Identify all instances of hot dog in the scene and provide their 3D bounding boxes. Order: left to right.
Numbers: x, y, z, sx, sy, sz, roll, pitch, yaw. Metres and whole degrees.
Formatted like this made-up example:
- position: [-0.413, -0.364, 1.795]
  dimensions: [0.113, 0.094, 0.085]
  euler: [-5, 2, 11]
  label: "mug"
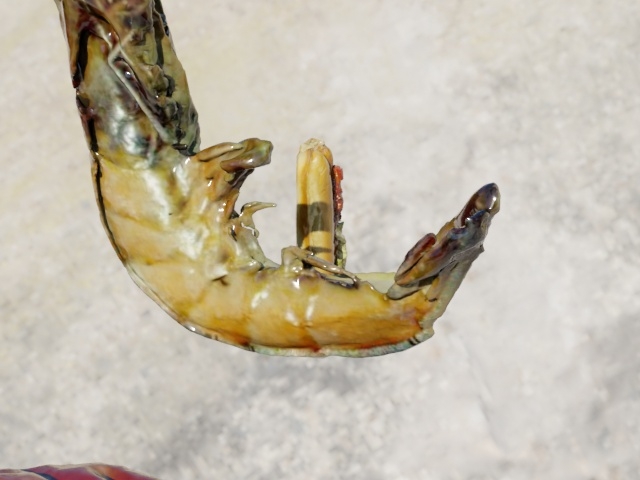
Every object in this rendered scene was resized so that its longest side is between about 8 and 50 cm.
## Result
- position: [0.000, 0.000, 0.613]
  dimensions: [0.021, 0.083, 0.037]
  euler: [0, 23, 3]
  label: "hot dog"

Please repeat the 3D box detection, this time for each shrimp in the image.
- position: [-0.017, -0.036, 0.477]
  dimensions: [0.148, 0.195, 0.035]
  euler: [11, 43, 29]
  label: "shrimp"

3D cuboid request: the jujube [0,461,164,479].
- position: [-0.087, 0.192, 0.570]
  dimensions: [0.232, 0.213, 0.213]
  euler: [3, 23, -12]
  label: "jujube"
